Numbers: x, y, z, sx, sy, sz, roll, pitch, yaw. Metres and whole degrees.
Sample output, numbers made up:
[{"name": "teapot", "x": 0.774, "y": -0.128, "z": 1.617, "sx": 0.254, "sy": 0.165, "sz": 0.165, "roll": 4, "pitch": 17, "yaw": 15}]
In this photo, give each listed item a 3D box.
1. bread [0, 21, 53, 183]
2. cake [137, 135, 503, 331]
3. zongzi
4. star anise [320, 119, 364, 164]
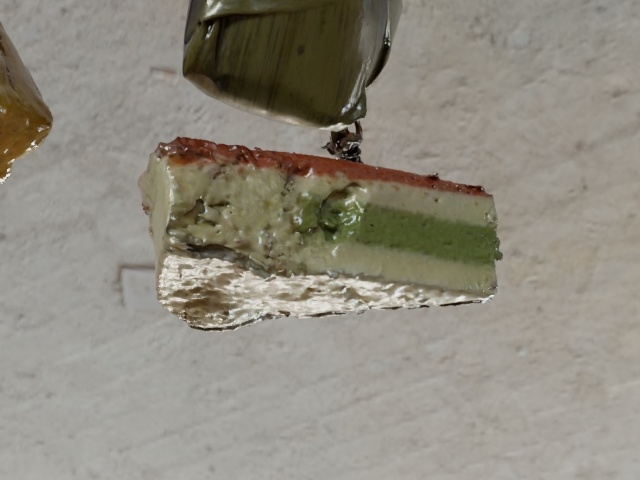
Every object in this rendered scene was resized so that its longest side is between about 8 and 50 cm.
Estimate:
[{"name": "bread", "x": -0.368, "y": -0.166, "z": 0.945, "sx": 0.185, "sy": 0.380, "sz": 0.109, "roll": -40, "pitch": 143, "yaw": 6}, {"name": "cake", "x": -0.009, "y": 0.008, "z": 0.692, "sx": 0.220, "sy": 0.086, "sz": 0.117, "roll": 7, "pitch": 153, "yaw": -20}, {"name": "zongzi", "x": -0.003, "y": -0.243, "z": 0.785, "sx": 0.145, "sy": 0.274, "sz": 0.300, "roll": 8, "pitch": 103, "yaw": 2}, {"name": "star anise", "x": 0.050, "y": -0.196, "z": 2.016, "sx": 0.070, "sy": 0.097, "sz": 0.191, "roll": -23, "pitch": 144, "yaw": -15}]
